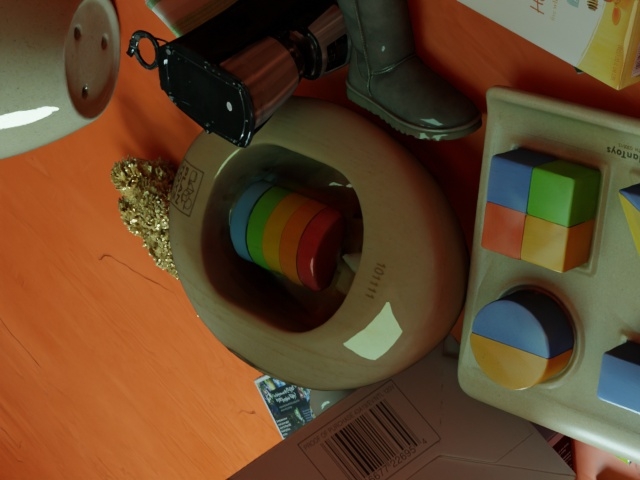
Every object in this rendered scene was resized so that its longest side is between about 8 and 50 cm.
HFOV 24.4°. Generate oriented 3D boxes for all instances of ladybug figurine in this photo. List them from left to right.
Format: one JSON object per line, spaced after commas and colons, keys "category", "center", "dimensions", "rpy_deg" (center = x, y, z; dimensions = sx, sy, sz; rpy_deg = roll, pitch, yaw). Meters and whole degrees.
{"category": "ladybug figurine", "center": [0.000, 0.000, 1.639], "dimensions": [0.449, 0.162, 0.305], "rpy_deg": [29, 105, 44]}

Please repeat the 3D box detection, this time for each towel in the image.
{"category": "towel", "center": [-0.111, -0.234, 1.652], "dimensions": [0.152, 0.113, 0.023], "rpy_deg": [49, 144, 4]}

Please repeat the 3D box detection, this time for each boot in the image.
{"category": "boot", "center": [0.078, -0.216, 1.473], "dimensions": [0.190, 0.076, 0.208], "rpy_deg": [25, 134, 35]}

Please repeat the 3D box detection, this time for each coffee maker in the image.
{"category": "coffee maker", "center": [-0.076, -0.210, 1.565], "dimensions": [0.171, 0.178, 0.120], "rpy_deg": [46, 147, 4]}

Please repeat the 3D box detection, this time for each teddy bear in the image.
{"category": "teddy bear", "center": [-0.170, 0.019, 2.003], "dimensions": [0.338, 0.113, 0.245], "rpy_deg": [47, 152, 9]}

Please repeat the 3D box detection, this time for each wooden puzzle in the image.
{"category": "wooden puzzle", "center": [0.263, 0.053, 1.377], "dimensions": [0.322, 0.080, 0.348], "rpy_deg": [19, 118, 36]}

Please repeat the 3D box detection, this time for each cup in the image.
{"category": "cup", "center": [-0.394, -0.243, 1.876], "dimensions": [0.237, 0.331, 0.331], "rpy_deg": [8, 133, 17]}

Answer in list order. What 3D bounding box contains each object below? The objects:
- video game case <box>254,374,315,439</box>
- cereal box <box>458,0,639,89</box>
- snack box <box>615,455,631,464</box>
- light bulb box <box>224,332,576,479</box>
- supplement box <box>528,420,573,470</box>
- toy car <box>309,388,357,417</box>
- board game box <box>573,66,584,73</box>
{"category": "video game case", "center": [-0.021, 0.257, 2.089], "dimensions": [0.173, 0.022, 0.190], "rpy_deg": [63, 156, 3]}
{"category": "cereal box", "center": [0.189, -0.254, 1.243], "dimensions": [0.240, 0.047, 0.173], "rpy_deg": [36, 136, 36]}
{"category": "snack box", "center": [0.279, 0.106, 1.527], "dimensions": [0.174, 0.070, 0.207], "rpy_deg": [33, 145, 29]}
{"category": "light bulb box", "center": [0.041, 0.343, 1.673], "dimensions": [0.225, 0.358, 0.361], "rpy_deg": [50, 151, 16]}
{"category": "supplement box", "center": [0.235, 0.294, 1.781], "dimensions": [0.130, 0.073, 0.239], "rpy_deg": [26, 141, 39]}
{"category": "toy car", "center": [0.046, 0.130, 1.824], "dimensions": [0.136, 0.159, 0.182], "rpy_deg": [-15, 115, 18]}
{"category": "board game box", "center": [0.266, -0.211, 1.254], "dimensions": [0.186, 0.026, 0.126], "rpy_deg": [-4, 119, 55]}
